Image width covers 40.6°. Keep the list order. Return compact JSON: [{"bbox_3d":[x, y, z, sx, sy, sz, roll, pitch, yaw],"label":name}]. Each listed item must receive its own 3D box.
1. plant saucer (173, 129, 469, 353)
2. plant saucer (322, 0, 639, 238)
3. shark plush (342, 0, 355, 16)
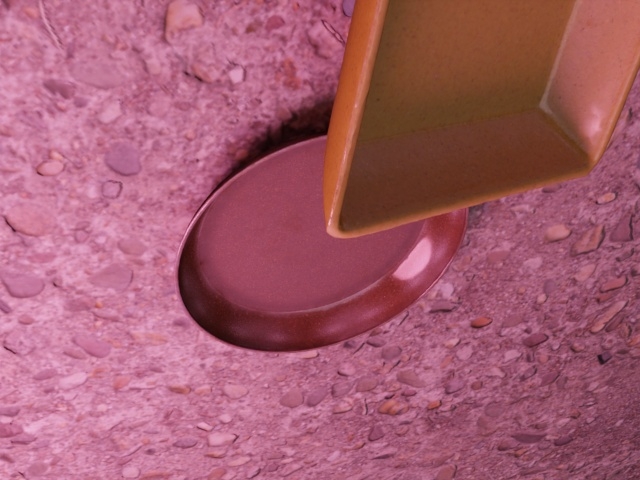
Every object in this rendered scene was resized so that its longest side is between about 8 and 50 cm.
[{"bbox_3d":[0.000,0.000,0.888,0.311,0.050,0.310,-13,138,-12],"label":"plant saucer"},{"bbox_3d":[0.141,-0.185,0.661,0.333,0.081,0.332,-15,132,-36],"label":"plant saucer"},{"bbox_3d":[0.064,-0.222,0.669,0.073,0.067,0.161,-10,137,-14],"label":"shark plush"}]
